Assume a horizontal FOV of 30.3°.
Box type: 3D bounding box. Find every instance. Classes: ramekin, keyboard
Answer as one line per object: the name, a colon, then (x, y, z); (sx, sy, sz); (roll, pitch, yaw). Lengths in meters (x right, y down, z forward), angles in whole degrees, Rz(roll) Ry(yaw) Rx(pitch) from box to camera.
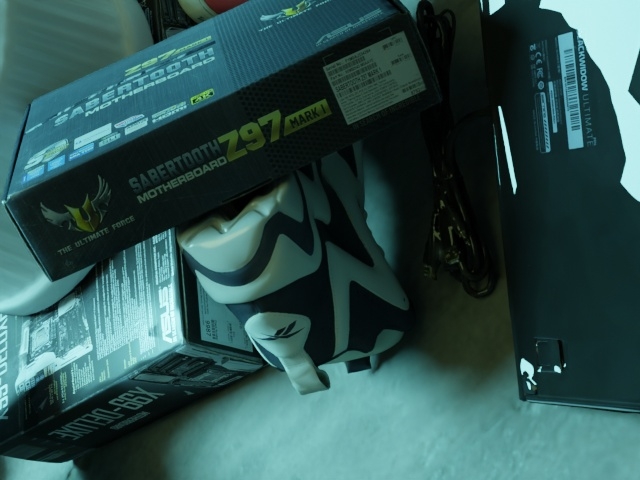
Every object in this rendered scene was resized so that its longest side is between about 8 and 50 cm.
ramekin: (-0.250, -0.088, 0.870); (0.272, 0.127, 0.273); (-20, 62, 42)
keyboard: (0.112, -0.072, 0.611); (0.201, 0.033, 0.317); (-5, 89, 58)

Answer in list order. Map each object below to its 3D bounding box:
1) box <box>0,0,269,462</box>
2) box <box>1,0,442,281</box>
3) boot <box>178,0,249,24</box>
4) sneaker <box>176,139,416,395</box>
box: (-0.162, -0.012, 0.903); (0.242, 0.076, 0.308); (-30, 57, 37)
box: (-0.062, -0.080, 0.684); (0.232, 0.059, 0.183); (-24, 23, 2)
boot: (-0.026, -0.290, 0.850); (0.176, 0.088, 0.244); (-12, 76, 43)
sneaker: (0.000, 0.000, 0.724); (0.094, 0.153, 0.235); (-17, 26, 16)
